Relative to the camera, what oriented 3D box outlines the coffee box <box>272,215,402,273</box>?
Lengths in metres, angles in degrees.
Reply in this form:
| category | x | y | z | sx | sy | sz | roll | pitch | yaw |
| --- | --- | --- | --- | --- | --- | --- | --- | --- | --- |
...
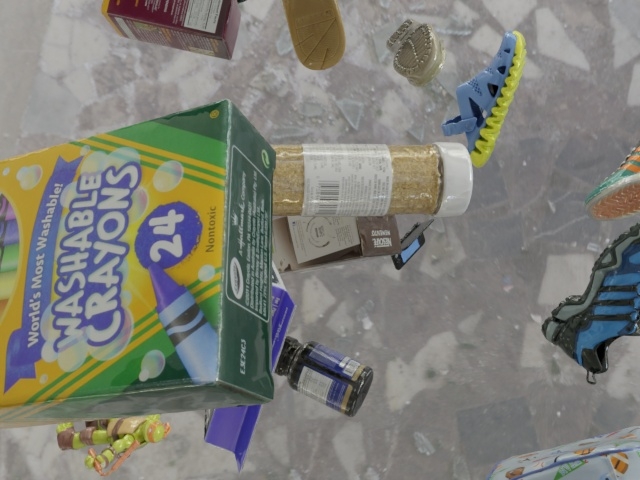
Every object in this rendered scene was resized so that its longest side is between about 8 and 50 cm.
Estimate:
| category | x | y | z | sx | sy | sz | roll | pitch | yaw |
| --- | --- | --- | --- | --- | --- | --- | --- | --- | --- |
| coffee box | 0.000 | 0.000 | 1.385 | 0.297 | 0.168 | 0.119 | -13 | 84 | 35 |

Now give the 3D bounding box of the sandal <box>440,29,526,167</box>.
| category | x | y | z | sx | sy | sz | roll | pitch | yaw |
| --- | --- | --- | --- | --- | --- | --- | --- | --- | --- |
| sandal | 0.375 | -0.332 | 1.509 | 0.138 | 0.126 | 0.318 | 26 | 116 | 15 |

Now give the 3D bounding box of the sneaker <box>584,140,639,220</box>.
| category | x | y | z | sx | sy | sz | roll | pitch | yaw |
| --- | --- | --- | --- | --- | --- | --- | --- | --- | --- |
| sneaker | 0.711 | -0.153 | 1.424 | 0.302 | 0.108 | 0.121 | -30 | 37 | 15 |

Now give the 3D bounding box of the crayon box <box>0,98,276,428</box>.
| category | x | y | z | sx | sy | sz | roll | pitch | yaw |
| --- | --- | --- | --- | --- | --- | --- | --- | --- | --- |
| crayon box | -0.196 | 0.032 | 0.498 | 0.322 | 0.083 | 0.203 | -11 | 64 | 20 |

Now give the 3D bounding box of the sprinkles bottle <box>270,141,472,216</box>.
| category | x | y | z | sx | sy | sz | roll | pitch | yaw |
| --- | --- | --- | --- | --- | --- | --- | --- | --- | --- |
| sprinkles bottle | 0.057 | -0.097 | 1.041 | 0.355 | 0.121 | 0.121 | -1 | 79 | -8 |

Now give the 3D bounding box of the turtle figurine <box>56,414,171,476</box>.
| category | x | y | z | sx | sy | sz | roll | pitch | yaw |
| --- | --- | --- | --- | --- | --- | --- | --- | --- | --- |
| turtle figurine | -0.352 | 0.337 | 1.182 | 0.217 | 0.269 | 0.087 | -5 | 115 | 28 |

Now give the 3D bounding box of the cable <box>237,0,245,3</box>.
| category | x | y | z | sx | sy | sz | roll | pitch | yaw |
| --- | --- | --- | --- | --- | --- | --- | --- | --- | --- |
| cable | -0.197 | -0.514 | 1.210 | 0.150 | 0.047 | 0.185 | -33 | 73 | 2 |

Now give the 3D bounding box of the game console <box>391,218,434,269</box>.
| category | x | y | z | sx | sy | sz | roll | pitch | yaw |
| --- | --- | --- | --- | --- | --- | --- | --- | --- | --- |
| game console | 0.240 | 0.012 | 1.657 | 0.122 | 0.107 | 0.071 | -43 | 42 | -23 |

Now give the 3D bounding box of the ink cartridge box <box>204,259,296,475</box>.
| category | x | y | z | sx | sy | sz | roll | pitch | yaw |
| --- | --- | --- | --- | --- | --- | --- | --- | --- | --- |
| ink cartridge box | -0.092 | 0.132 | 0.778 | 0.045 | 0.208 | 0.207 | 16 | 99 | -15 |

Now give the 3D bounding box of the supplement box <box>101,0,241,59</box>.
| category | x | y | z | sx | sy | sz | roll | pitch | yaw |
| --- | --- | --- | --- | --- | --- | --- | --- | --- | --- |
| supplement box | -0.226 | -0.351 | 1.007 | 0.188 | 0.104 | 0.081 | 12 | 88 | -1 |

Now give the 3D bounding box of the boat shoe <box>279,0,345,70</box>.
| category | x | y | z | sx | sy | sz | roll | pitch | yaw |
| --- | --- | --- | --- | --- | --- | --- | --- | --- | --- |
| boat shoe | -0.030 | -0.377 | 0.883 | 0.098 | 0.096 | 0.277 | -11 | 118 | -6 |

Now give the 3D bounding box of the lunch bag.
| category | x | y | z | sx | sy | sz | roll | pitch | yaw |
| --- | --- | --- | --- | --- | --- | --- | --- | --- | --- |
| lunch bag | 0.456 | 0.418 | 1.149 | 0.303 | 0.243 | 0.115 | -22 | 75 | 23 |

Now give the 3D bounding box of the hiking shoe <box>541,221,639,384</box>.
| category | x | y | z | sx | sy | sz | roll | pitch | yaw |
| --- | --- | --- | --- | --- | --- | --- | --- | --- | --- |
| hiking shoe | 0.517 | 0.095 | 1.100 | 0.132 | 0.113 | 0.304 | 50 | 127 | 33 |

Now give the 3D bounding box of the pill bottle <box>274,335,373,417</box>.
| category | x | y | z | sx | sy | sz | roll | pitch | yaw |
| --- | --- | --- | --- | --- | --- | --- | --- | --- | --- |
| pill bottle | 0.001 | 0.305 | 1.497 | 0.219 | 0.123 | 0.123 | 23 | 89 | 18 |

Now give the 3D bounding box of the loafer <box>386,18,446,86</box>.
| category | x | y | z | sx | sy | sz | roll | pitch | yaw |
| --- | --- | --- | --- | --- | --- | --- | --- | --- | --- |
| loafer | 0.193 | -0.349 | 1.223 | 0.092 | 0.269 | 0.102 | 35 | 114 | -20 |
